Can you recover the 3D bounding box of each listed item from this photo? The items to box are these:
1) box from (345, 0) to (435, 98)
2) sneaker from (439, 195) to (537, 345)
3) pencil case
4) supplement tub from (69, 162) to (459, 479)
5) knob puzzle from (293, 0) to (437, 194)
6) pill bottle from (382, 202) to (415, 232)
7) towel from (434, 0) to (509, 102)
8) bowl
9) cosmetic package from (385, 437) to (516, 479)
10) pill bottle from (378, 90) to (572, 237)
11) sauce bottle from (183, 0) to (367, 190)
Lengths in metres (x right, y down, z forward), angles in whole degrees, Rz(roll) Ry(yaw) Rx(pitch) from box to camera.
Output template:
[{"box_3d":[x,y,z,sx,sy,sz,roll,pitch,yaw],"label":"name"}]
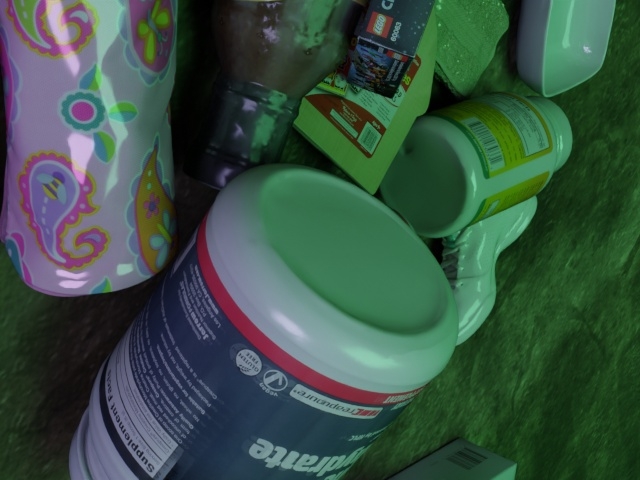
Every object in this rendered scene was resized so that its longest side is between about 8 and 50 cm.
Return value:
[{"box_3d":[0.081,-0.237,0.847,0.159,0.044,0.233,131,-21,-87],"label":"box"},{"box_3d":[0.154,0.009,1.194,0.094,0.080,0.212,42,68,-42],"label":"sneaker"},{"box_3d":[-0.146,-0.110,0.678,0.124,0.124,0.284,-26,129,-43],"label":"pencil case"},{"box_3d":[-0.048,0.097,0.793,0.191,0.191,0.272,-9,144,-51],"label":"supplement tub"},{"box_3d":[0.035,-0.164,0.947,0.213,0.030,0.213,-16,114,-41],"label":"knob puzzle"},{"box_3d":[0.000,0.000,0.941,0.180,0.108,0.108,23,91,-55],"label":"pill bottle"},{"box_3d":[0.134,-0.205,1.064,0.148,0.027,0.110,31,84,-55],"label":"towel"},{"box_3d":[0.259,-0.237,1.188,0.142,0.053,0.142,-28,132,-41],"label":"bowl"},{"box_3d":[0.082,0.432,1.307,0.377,0.097,0.284,-17,120,-47],"label":"cosmetic package"},{"box_3d":[0.160,-0.083,1.093,0.208,0.118,0.117,-23,127,-45],"label":"pill bottle"},{"box_3d":[-0.013,-0.198,0.799,0.111,0.111,0.344,9,101,-55],"label":"sauce bottle"}]
